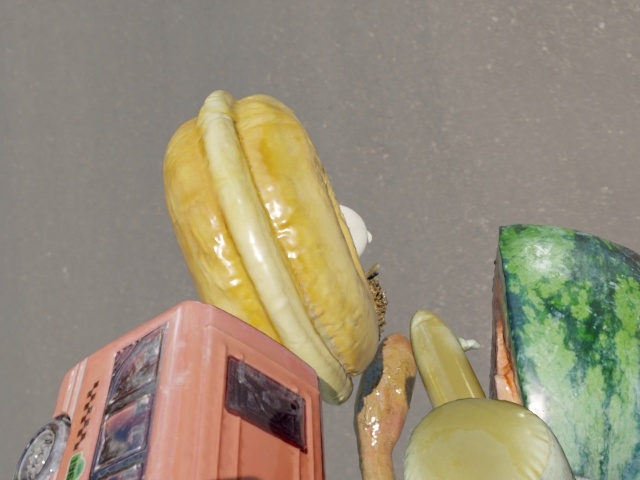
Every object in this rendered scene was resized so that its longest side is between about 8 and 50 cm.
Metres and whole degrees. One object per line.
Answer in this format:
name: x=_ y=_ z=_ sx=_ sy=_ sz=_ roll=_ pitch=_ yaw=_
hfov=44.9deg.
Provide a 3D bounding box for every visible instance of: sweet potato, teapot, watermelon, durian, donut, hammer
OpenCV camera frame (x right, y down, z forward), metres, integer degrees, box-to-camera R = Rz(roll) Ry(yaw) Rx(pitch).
sweet potato: x=0.107 y=0.321 z=1.353 sx=0.109 sy=0.109 sz=0.385 roll=-22 pitch=42 yaw=38
teapot: x=0.000 y=0.000 z=1.297 sx=0.145 sy=0.226 sz=0.092 roll=-51 pitch=35 yaw=29
watermelon: x=0.306 y=0.165 z=0.848 sx=0.250 sy=0.292 sz=0.283 roll=4 pitch=52 yaw=17
durian: x=0.067 y=0.118 z=1.264 sx=0.148 sy=0.091 sz=0.188 roll=-103 pitch=32 yaw=-62
donut: x=-0.055 y=0.016 z=1.017 sx=0.198 sy=0.449 sz=0.449 roll=-22 pitch=71 yaw=3
hammer: x=0.123 y=0.155 z=0.630 sx=0.113 sy=0.202 sz=0.305 roll=-22 pitch=28 yaw=5

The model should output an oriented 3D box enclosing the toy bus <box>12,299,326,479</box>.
toy bus: x=-0.110 y=0.270 z=0.577 sx=0.233 sy=0.203 sz=0.427 roll=-35 pitch=36 yaw=27
